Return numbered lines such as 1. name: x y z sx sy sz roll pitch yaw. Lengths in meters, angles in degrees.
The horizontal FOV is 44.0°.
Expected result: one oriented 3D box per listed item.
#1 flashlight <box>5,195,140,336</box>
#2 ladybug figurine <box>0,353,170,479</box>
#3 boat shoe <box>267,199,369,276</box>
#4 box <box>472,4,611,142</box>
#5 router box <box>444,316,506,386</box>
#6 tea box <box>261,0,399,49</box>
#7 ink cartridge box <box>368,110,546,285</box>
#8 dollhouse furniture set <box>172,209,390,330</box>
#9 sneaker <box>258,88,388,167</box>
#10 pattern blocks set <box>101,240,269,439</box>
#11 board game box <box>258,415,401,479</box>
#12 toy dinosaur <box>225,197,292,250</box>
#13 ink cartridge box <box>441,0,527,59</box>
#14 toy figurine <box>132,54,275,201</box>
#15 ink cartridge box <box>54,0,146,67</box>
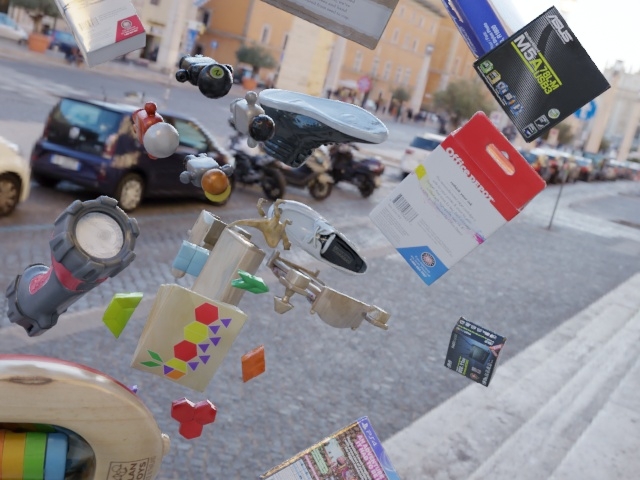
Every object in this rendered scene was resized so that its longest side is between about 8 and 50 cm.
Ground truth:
1. flashlight: -0.346 0.037 1.058 0.103 0.103 0.304 44 -38 -16
2. ladybug figurine: -0.455 0.293 1.193 0.450 0.305 0.162 9 25 -19
3. boat shoe: 0.000 0.000 1.812 0.267 0.096 0.088 40 -7 -17
4. box: 0.415 -0.312 1.496 0.190 0.184 0.045 56 15 -1
5. router box: 0.283 0.206 1.455 0.092 0.122 0.038 25 52 21
6. tea box: 0.004 -0.540 1.315 0.329 0.220 0.323 23 42 -6
7. ink cartridge box: 0.189 -0.061 1.059 0.134 0.231 0.078 50 38 6
8. dollhouse furniture set: -0.089 0.119 1.638 0.356 0.173 0.303 27 5 -41
9. sneaker: 0.000 -0.220 1.699 0.296 0.146 0.104 18 33 16
10. pattern blocks set: -0.225 0.167 1.330 0.285 0.324 0.026 34 14 -21
11. board game box: 0.033 0.590 1.877 0.291 0.232 0.141 -26 -11 -11
12. toy dinosaur: -0.098 -0.034 1.519 0.053 0.092 0.183 -6 -20 36
13. ink cartridge box: 0.371 -0.480 1.711 0.330 0.071 0.324 11 49 -51
14. toy figurine: -0.201 -0.200 1.392 0.209 0.213 0.148 43 -2 -37
15. ink cartridge box: -0.384 -0.392 1.365 0.109 0.150 0.063 -26 -7 -16
